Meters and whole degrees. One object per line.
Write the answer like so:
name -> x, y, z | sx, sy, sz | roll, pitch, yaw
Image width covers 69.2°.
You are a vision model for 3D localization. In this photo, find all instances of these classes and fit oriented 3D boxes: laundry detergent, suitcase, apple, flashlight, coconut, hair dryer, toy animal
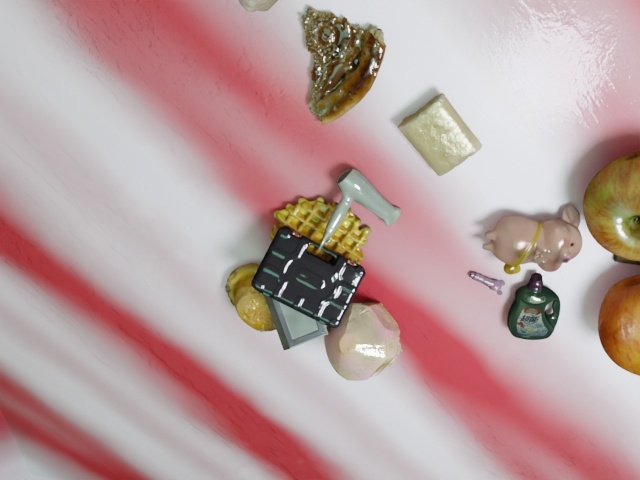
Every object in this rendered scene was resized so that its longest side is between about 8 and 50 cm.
laundry detergent -> 0.647, 0.194, 1.392 | 0.144, 0.078, 0.222 | 3, 120, 7
suitcase -> -0.034, 0.107, 1.342 | 0.285, 0.066, 0.206 | 27, 89, -7
apple -> 0.899, 0.215, 1.233 | 0.299, 0.299, 0.275 | -15, 100, 19
apple -> 0.773, -0.090, 1.095 | 0.264, 0.264, 0.264 | 5, 122, 8
flashlight -> 0.501, 0.125, 1.401 | 0.110, 0.052, 0.031 | 24, 159, 2
coconut -> 0.131, 0.306, 1.424 | 0.233, 0.245, 0.233 | 0, 90, 25
hair dryer -> 0.086, -0.055, 1.296 | 0.206, 0.075, 0.237 | 39, 90, -19
toy animal -> 0.569, 0.008, 1.251 | 0.248, 0.149, 0.165 | 0, 138, 2

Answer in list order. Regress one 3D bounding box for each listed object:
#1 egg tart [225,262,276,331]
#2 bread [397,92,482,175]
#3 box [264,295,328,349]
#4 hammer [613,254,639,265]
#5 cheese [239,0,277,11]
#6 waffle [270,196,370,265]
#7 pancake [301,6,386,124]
egg tart -> -0.185, 0.200, 1.532 | 0.288, 0.118, 0.288 | 7, 121, 11
bread -> 0.303, -0.265, 1.177 | 0.139, 0.060, 0.178 | -33, 111, 28
box -> -0.082, 0.203, 1.413 | 0.225, 0.129, 0.086 | 69, 158, 9
hammer -> 1.001, 0.068, 1.267 | 0.365, 0.043, 0.111 | 8, 123, 7
cheese -> -0.094, -0.646, 0.954 | 0.247, 0.174, 0.251 | -17, 112, 21
waffle -> 0.000, 0.000, 1.398 | 0.309, 0.065, 0.283 | -4, 120, 14
pancake -> 0.026, -0.437, 1.124 | 0.266, 0.057, 0.244 | -34, 109, 28
